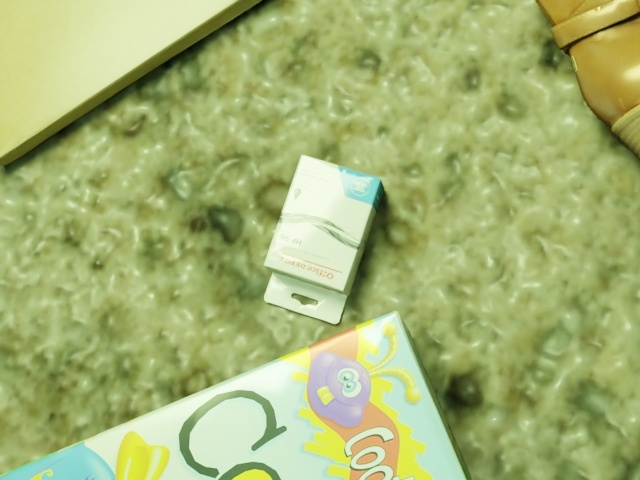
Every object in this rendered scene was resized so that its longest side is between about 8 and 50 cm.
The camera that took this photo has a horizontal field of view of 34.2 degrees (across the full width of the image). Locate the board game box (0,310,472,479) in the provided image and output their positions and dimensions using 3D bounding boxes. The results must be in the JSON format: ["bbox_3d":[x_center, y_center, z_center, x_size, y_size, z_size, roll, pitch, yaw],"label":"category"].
[{"bbox_3d":[-0.059,0.155,0.505,0.275,0.142,0.144,-23,79,3],"label":"board game box"}]

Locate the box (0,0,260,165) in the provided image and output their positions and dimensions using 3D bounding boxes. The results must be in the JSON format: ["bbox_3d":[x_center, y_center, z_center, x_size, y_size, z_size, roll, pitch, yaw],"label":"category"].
[{"bbox_3d":[-0.151,-0.164,0.632,0.201,0.021,0.164,-33,78,0],"label":"box"}]

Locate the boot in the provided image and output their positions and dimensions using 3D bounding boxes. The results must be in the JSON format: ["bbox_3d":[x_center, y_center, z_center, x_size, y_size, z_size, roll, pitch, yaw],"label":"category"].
[{"bbox_3d":[0.225,-0.133,0.557,0.197,0.073,0.152,-31,74,-2],"label":"boot"}]

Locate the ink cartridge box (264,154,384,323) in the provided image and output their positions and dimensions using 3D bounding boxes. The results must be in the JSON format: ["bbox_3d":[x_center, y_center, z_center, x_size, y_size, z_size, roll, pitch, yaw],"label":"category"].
[{"bbox_3d":[0.000,0.000,0.582,0.048,0.028,0.083,17,83,10],"label":"ink cartridge box"}]
